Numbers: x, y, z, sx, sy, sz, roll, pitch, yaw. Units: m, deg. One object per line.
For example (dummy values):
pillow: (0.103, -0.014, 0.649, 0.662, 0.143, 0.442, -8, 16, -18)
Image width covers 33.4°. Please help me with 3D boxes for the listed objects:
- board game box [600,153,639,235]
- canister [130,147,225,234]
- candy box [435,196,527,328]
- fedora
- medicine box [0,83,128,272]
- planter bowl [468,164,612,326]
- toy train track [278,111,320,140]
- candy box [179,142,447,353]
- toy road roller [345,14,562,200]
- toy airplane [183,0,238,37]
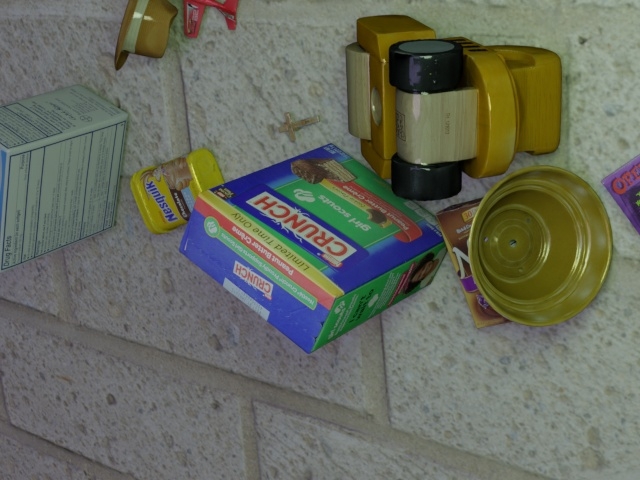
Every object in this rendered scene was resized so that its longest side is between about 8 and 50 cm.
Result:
board game box: (0.532, -0.082, 1.284, 0.208, 0.056, 0.347, 54, 133, 3)
canister: (-0.253, -0.089, 1.929, 0.170, 0.073, 0.126, -16, 97, 42)
candy box: (0.252, 0.029, 1.564, 0.109, 0.053, 0.186, -16, 96, 44)
fedora: (-0.290, -0.365, 1.809, 0.079, 0.194, 0.194, 17, 126, -8)
medicine box: (-0.524, -0.121, 1.994, 0.149, 0.289, 0.263, 32, 126, 26)
planter bowl: (0.282, 0.006, 1.463, 0.090, 0.217, 0.217, 7, 116, 71)
toy train track: (-0.033, -0.190, 1.740, 0.083, 0.014, 0.048, -11, 93, 37)
candy box: (0.000, 0.000, 1.581, 0.268, 0.317, 0.122, 37, 128, 23)
toy road roller: (0.183, -0.192, 1.464, 0.329, 0.241, 0.202, -126, 31, -65)
toy airplane: (-0.188, -0.399, 1.771, 0.151, 0.028, 0.151, 22, 127, 33)
